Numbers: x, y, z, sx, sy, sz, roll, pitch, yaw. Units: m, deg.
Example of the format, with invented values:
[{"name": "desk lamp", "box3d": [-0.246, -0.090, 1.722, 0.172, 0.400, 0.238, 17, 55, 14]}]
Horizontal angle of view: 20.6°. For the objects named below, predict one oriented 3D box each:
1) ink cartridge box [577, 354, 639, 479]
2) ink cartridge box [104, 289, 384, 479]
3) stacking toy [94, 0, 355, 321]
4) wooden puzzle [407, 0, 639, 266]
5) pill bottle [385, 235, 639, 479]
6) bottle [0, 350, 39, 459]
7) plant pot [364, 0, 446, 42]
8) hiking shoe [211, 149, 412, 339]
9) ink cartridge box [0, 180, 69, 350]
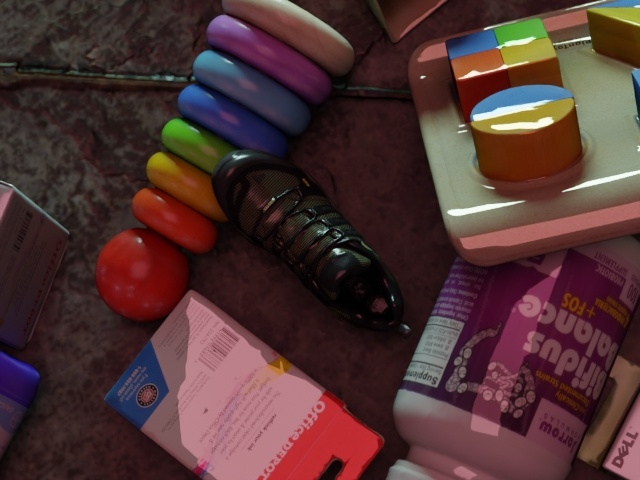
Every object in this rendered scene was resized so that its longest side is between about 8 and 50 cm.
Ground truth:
[{"name": "ink cartridge box", "box3d": [0.320, 0.181, 1.588, 0.209, 0.062, 0.109, 28, 83, 12]}, {"name": "ink cartridge box", "box3d": [-0.065, 0.168, 1.624, 0.231, 0.078, 0.134, 37, 84, 12]}, {"name": "stacking toy", "box3d": [-0.104, -0.071, 1.667, 0.141, 0.141, 0.330, 30, 89, 11]}, {"name": "wooden puzzle", "box3d": [0.246, -0.132, 1.561, 0.322, 0.080, 0.348, -12, 34, 3]}, {"name": "pill bottle", "box3d": [0.165, 0.120, 1.563, 0.169, 0.169, 0.301, 22, 81, 10]}, {"name": "bottle", "box3d": [-0.371, 0.220, 1.625, 0.092, 0.118, 0.283, 19, 77, 47]}, {"name": "plant pot", "box3d": [0.072, -0.277, 1.700, 0.109, 0.109, 0.096, -40, 64, -4]}, {"name": "hiking shoe", "box3d": [0.000, 0.000, 1.596, 0.227, 0.114, 0.086, 41, 86, -18]}, {"name": "ink cartridge box", "box3d": [-0.309, 0.020, 1.634, 0.072, 0.175, 0.127, 18, 80, 12]}]
